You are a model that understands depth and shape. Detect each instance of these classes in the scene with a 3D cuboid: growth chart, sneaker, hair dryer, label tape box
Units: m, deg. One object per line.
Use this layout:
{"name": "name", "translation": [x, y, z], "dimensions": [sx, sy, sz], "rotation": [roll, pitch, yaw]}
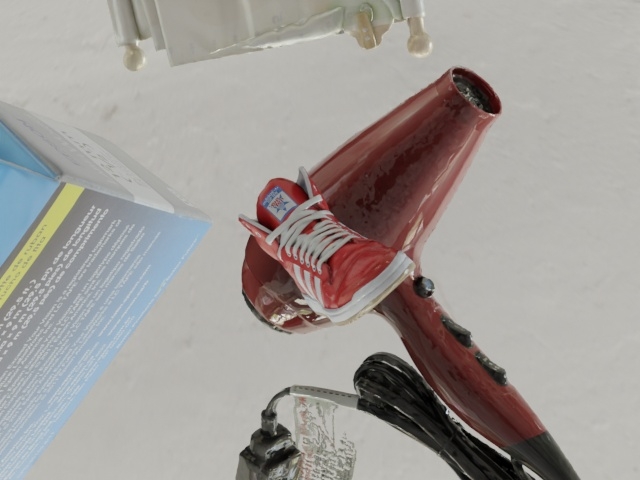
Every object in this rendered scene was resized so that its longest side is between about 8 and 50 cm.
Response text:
{"name": "growth chart", "translation": [-0.047, -0.191, 0.918], "dimensions": [0.237, 0.021, 0.172], "rotation": [-2, -84, 26]}
{"name": "sneaker", "translation": [0.000, 0.000, 0.663], "dimensions": [0.042, 0.118, 0.067], "rotation": [-38, -82, -13]}
{"name": "hair dryer", "translation": [0.059, 0.044, 0.825], "dimensions": [0.223, 0.080, 0.293], "rotation": [9, -69, 21]}
{"name": "label tape box", "translation": [-0.228, 0.040, 0.911], "dimensions": [0.115, 0.347, 0.249], "rotation": [39, -85, 15]}
